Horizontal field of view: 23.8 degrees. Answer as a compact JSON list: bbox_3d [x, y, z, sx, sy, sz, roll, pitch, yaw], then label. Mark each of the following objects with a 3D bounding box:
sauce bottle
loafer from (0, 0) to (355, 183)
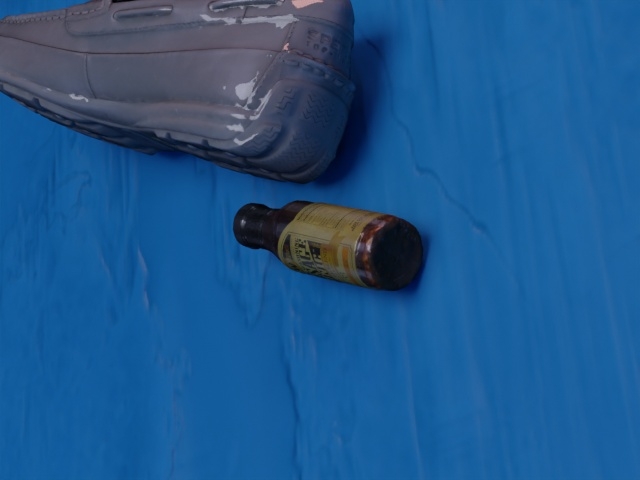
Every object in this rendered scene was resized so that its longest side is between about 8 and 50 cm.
[{"bbox_3d":[0.000,0.000,0.823,0.128,0.042,0.042,10,84,52],"label":"sauce bottle"},{"bbox_3d":[-0.098,-0.112,0.930,0.319,0.112,0.111,14,83,42],"label":"loafer"}]
